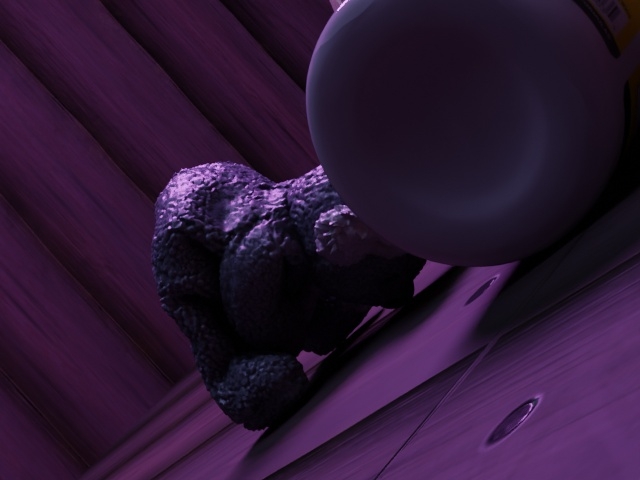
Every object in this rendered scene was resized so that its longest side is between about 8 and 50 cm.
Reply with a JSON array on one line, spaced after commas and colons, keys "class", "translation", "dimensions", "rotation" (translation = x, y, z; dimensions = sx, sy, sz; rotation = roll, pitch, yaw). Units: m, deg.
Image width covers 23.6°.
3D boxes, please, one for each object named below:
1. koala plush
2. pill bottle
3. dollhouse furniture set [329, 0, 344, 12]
[{"class": "koala plush", "translation": [0.000, 0.000, 1.190], "dimensions": [0.221, 0.203, 0.196], "rotation": [-27, 11, 33]}, {"class": "pill bottle", "translation": [0.135, -0.129, 0.995], "dimensions": [0.188, 0.188, 0.334], "rotation": [-41, 2, 33]}, {"class": "dollhouse furniture set", "translation": [0.131, -0.319, 1.261], "dimensions": [0.362, 0.256, 0.394], "rotation": [-40, -32, 30]}]
